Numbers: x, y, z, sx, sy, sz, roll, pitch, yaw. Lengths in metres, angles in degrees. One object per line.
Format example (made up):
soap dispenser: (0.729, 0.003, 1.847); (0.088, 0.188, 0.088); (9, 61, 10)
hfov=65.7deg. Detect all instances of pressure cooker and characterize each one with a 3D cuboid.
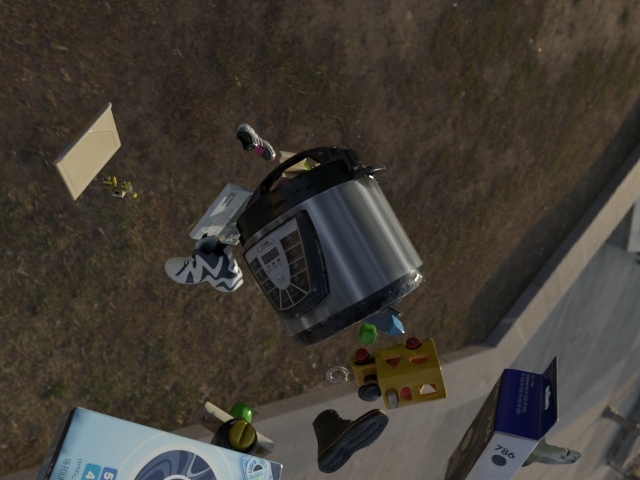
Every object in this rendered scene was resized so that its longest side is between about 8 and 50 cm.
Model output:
pressure cooker: (0.002, 0.000, 1.189); (0.369, 0.420, 0.375); (-26, 173, -11)

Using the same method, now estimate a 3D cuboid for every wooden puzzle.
wooden puzzle: (-0.638, -0.244, 1.357); (0.221, 0.044, 0.239); (-62, -175, -26)

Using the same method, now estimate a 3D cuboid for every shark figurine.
shark figurine: (0.621, 0.604, 1.494); (0.166, 0.278, 0.116); (-30, 120, -6)

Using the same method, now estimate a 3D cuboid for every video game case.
video game case: (-0.244, -0.068, 1.369); (0.190, 0.022, 0.173); (-48, 150, 19)

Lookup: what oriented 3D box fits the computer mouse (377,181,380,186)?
computer mouse: (0.152, -0.242, 1.844); (0.193, 0.106, 0.042); (38, 116, -8)

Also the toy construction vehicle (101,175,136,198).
toy construction vehicle: (-0.685, -0.184, 1.695); (0.098, 0.035, 0.086); (8, 140, -1)

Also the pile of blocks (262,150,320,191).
pile of blocks: (-0.010, -0.129, 1.434); (0.149, 0.113, 0.362); (-40, 146, 13)

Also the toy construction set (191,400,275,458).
toy construction set: (-0.210, 0.342, 0.696); (0.257, 0.308, 0.237); (101, 5, -46)

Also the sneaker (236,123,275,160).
sneaker: (-0.241, -0.342, 1.794); (0.170, 0.063, 0.075); (44, 40, -18)

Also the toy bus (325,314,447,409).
toy bus: (0.135, 0.260, 0.924); (0.191, 0.104, 0.202); (25, 117, -14)

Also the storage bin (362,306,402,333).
storage bin: (0.194, 0.248, 1.658); (0.091, 0.135, 0.098); (-61, 172, -2)

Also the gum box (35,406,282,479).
gum box: (-0.122, 0.227, 0.360); (0.184, 0.041, 0.157); (29, 49, -28)

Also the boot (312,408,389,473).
boot: (0.056, 0.420, 1.149); (0.198, 0.137, 0.077); (-40, 118, 10)

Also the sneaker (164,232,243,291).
sneaker: (-0.320, 0.040, 1.311); (0.094, 0.235, 0.153); (-42, 138, -47)

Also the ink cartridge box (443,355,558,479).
ink cartridge box: (0.285, 0.340, 0.823); (0.165, 0.065, 0.333); (-41, 154, -58)
